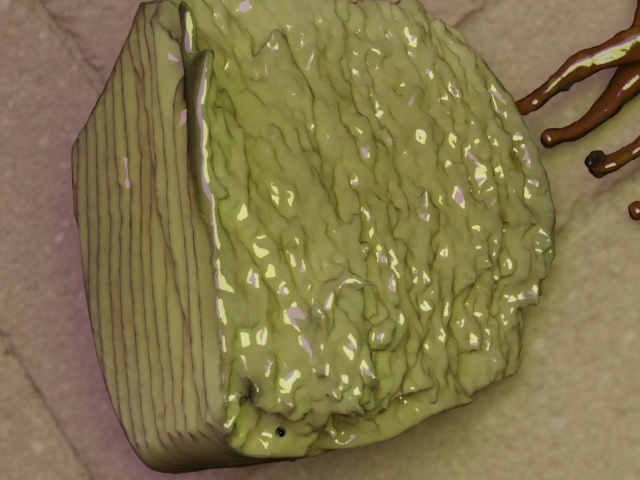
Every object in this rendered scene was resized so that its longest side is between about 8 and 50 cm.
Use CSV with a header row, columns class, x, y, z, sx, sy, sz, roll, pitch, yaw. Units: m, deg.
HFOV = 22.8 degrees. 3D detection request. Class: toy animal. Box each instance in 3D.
class,x,y,z,sx,sy,sz,roll,pitch,yaw
toy animal,0.214,-0.153,1.032,0.229,0.066,0.224,-45,68,-5

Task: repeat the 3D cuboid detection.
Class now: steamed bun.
class,x,y,z,sx,sy,sz,roll,pitch,yaw
steamed bun,0.000,0.000,0.980,0.272,0.273,0.290,3,71,-26
